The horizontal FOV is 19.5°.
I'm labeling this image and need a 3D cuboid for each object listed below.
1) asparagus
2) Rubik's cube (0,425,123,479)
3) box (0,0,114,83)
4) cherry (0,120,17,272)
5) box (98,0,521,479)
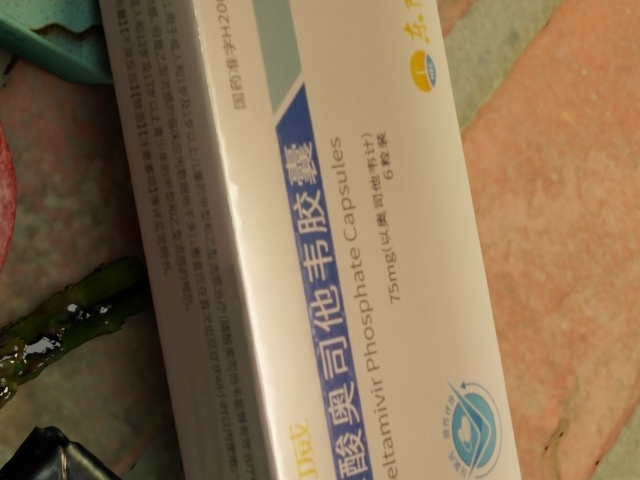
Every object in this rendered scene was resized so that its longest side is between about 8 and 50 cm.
[{"bbox_3d":[-0.150,0.059,0.923,0.165,0.030,0.036,-37,114,-29],"label":"asparagus"},{"bbox_3d":[-0.113,0.258,0.765,0.246,0.250,0.248,41,67,1],"label":"Rubik's cube"},{"bbox_3d":[-0.135,-0.210,0.916,0.162,0.041,0.229,29,68,-54],"label":"box"},{"bbox_3d":[-0.218,0.024,0.857,0.107,0.090,0.225,44,73,-38],"label":"cherry"},{"bbox_3d":[0.000,0.000,0.969,0.200,0.065,0.343,-10,91,-49],"label":"box"}]
